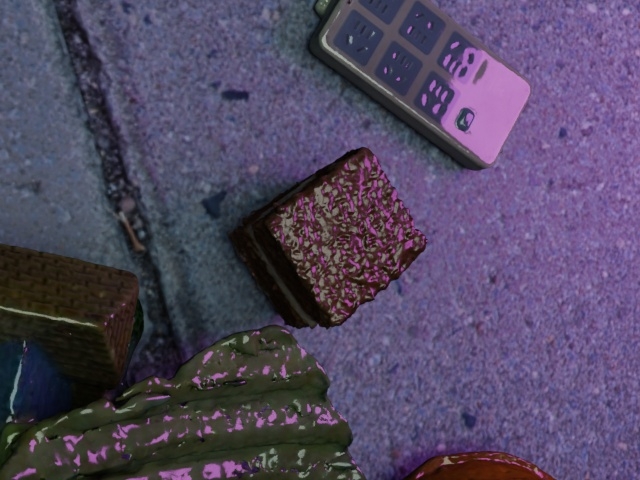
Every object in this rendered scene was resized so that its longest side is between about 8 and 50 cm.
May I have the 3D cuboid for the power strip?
[{"bbox_3d":[0.112,-0.184,1.022,0.270,0.046,0.118,34,76,-20],"label":"power strip"}]

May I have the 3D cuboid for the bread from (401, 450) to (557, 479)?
[{"bbox_3d":[0.138,0.325,0.935,0.340,0.194,0.178,-29,101,-17],"label":"bread"}]

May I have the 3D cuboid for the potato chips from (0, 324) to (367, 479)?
[{"bbox_3d":[-0.125,0.272,0.775,0.389,0.097,0.373,-31,135,-34],"label":"potato chips"}]

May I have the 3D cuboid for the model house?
[{"bbox_3d":[-0.232,0.117,0.786,0.195,0.189,0.214,18,79,-20],"label":"model house"}]

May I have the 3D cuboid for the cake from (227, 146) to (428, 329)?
[{"bbox_3d":[0.000,0.000,0.911,0.135,0.147,0.134,-36,104,-21],"label":"cake"}]
